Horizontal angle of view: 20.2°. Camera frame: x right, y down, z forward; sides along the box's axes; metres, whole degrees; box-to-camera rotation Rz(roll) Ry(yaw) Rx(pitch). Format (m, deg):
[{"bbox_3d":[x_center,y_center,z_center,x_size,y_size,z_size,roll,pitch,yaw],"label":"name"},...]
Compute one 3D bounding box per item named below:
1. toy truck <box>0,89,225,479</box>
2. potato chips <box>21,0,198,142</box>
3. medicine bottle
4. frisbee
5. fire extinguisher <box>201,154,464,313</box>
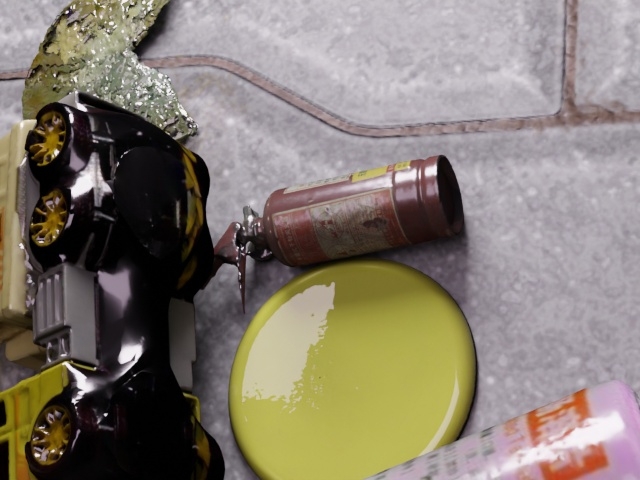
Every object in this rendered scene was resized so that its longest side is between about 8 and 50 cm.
[{"bbox_3d":[-0.221,0.078,1.600,0.254,0.180,0.405,-25,59,38],"label":"toy truck"},{"bbox_3d":[-0.206,-0.172,1.796,0.202,0.029,0.220,0,70,23],"label":"potato chips"},{"bbox_3d":[0.203,0.229,1.365,0.388,0.219,0.219,-24,62,11],"label":"medicine bottle"},{"bbox_3d":[0.025,0.123,1.591,0.236,0.017,0.236,-8,66,18],"label":"frisbee"},{"bbox_3d":[-0.002,-0.007,1.612,0.252,0.075,0.106,-11,37,18],"label":"fire extinguisher"}]
